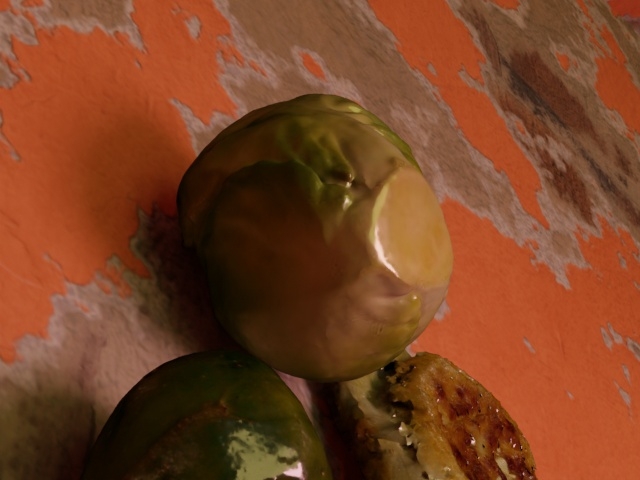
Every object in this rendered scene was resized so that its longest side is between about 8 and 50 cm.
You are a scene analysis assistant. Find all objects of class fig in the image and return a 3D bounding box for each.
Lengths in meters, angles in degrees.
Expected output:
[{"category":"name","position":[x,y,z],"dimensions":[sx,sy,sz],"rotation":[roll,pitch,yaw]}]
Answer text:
[{"category":"fig","position":[-0.109,0.190,1.064],"dimensions":[0.245,0.195,0.195],"rotation":[-17,71,-23]}]

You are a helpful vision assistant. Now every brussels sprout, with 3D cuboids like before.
[{"category":"brussels sprout","position":[-0.002,-0.001,1.332],"dimensions":[0.227,0.294,0.259],"rotation":[-28,107,-36]}]

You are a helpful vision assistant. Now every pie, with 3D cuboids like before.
[{"category":"pie","position":[0.147,0.253,1.427],"dimensions":[0.355,0.103,0.288],"rotation":[44,22,-21]}]
